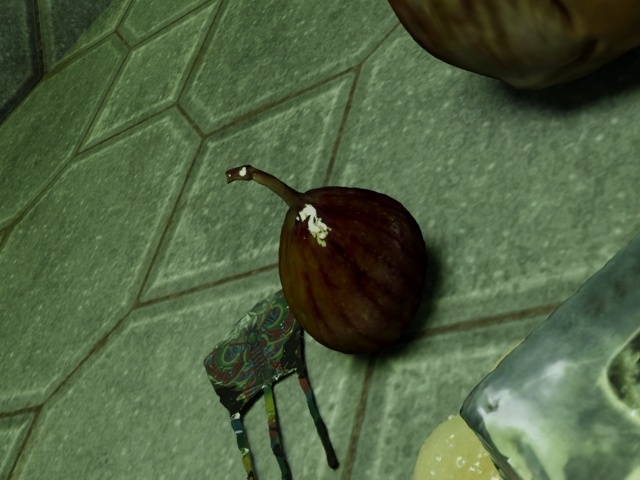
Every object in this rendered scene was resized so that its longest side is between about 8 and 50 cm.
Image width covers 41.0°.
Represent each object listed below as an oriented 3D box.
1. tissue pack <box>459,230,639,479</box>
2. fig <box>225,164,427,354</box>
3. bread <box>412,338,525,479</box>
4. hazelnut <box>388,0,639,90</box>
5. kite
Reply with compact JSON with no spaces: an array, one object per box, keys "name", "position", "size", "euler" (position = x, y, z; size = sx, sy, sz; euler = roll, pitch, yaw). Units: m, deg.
[{"name":"tissue pack","position":[0.286,0.062,0.448],"size":[0.361,0.122,0.259],"euler":[-41,43,-7]},{"name":"fig","position":[0.026,0.005,0.829],"size":[0.148,0.202,0.149],"euler":[-2,18,32]},{"name":"bread","position":[0.177,0.182,0.570],"size":[0.316,0.054,0.316],"euler":[-28,40,26]},{"name":"hazelnut","position":[0.223,-0.329,0.821],"size":[0.372,0.315,0.372],"euler":[-6,81,44]},{"name":"kite","position":[-0.055,0.156,0.897],"size":[0.152,0.015,0.285],"euler":[-42,34,11]}]
